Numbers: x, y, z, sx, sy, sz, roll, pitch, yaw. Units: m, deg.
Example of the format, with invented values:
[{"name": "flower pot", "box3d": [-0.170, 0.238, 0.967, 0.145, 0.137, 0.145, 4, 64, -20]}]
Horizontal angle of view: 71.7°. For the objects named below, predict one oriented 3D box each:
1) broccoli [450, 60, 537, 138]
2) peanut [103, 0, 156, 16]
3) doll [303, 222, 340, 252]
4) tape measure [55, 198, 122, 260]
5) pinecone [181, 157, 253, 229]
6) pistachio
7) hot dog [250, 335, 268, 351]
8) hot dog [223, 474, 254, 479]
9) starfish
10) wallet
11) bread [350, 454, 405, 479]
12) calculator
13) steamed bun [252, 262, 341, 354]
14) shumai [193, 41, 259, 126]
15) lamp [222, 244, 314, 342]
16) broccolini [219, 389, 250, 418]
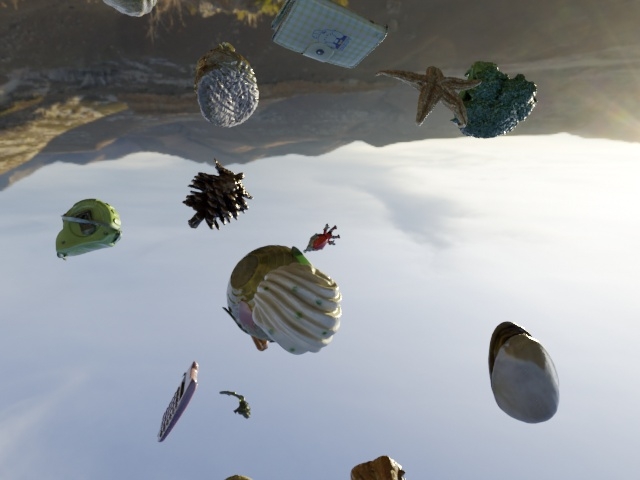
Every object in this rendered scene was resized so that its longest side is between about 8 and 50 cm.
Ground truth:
[{"name": "broccoli", "box3d": [0.541, -0.447, 1.403, 0.264, 0.246, 0.294, -11, -177, 5]}, {"name": "peanut", "box3d": [-0.463, -0.601, 0.881, 0.153, 0.140, 0.325, 20, 165, 48]}, {"name": "doll", "box3d": [-0.001, -0.001, 1.146, 0.114, 0.057, 0.039, -30, -129, -21]}, {"name": "tape measure", "box3d": [-0.720, -0.044, 1.386, 0.199, 0.176, 0.106, -12, 166, 3]}, {"name": "pinecone", "box3d": [-0.317, -0.126, 1.327, 0.185, 0.169, 0.212, 44, -113, 12]}, {"name": "pistachio", "box3d": [0.393, 0.261, 0.872, 0.131, 0.206, 0.129, -26, -167, -4]}, {"name": "hot dog", "box3d": [-0.211, 0.298, 1.458, 0.038, 0.062, 0.144, -12, -128, -34]}, {"name": "hot dog", "box3d": [-0.173, 0.609, 1.063, 0.168, 0.078, 0.061, 3, -175, 33]}, {"name": "starfish", "box3d": [0.288, -0.384, 1.147, 0.294, 0.232, 0.048, 7, 151, -9]}, {"name": "wallet", "box3d": [0.021, -0.650, 1.383, 0.309, 0.077, 0.223, 12, 156, -27]}, {"name": "bread", "box3d": [0.142, 0.620, 0.967, 0.139, 0.077, 0.271, -28, -146, 15]}, {"name": "calculator", "box3d": [-0.534, 0.613, 1.661, 0.043, 0.294, 0.194, 29, -176, -18]}, {"name": "steamed bun", "box3d": [-0.042, 0.128, 0.853, 0.182, 0.183, 0.106, -1, 172, 1]}, {"name": "shumai", "box3d": [-0.238, -0.375, 1.044, 0.161, 0.153, 0.209, -41, 160, 11]}, {"name": "lamp", "box3d": [-0.106, 0.146, 1.140, 0.250, 0.250, 0.284, 14, 158, 46]}, {"name": "broccolini", "box3d": [-0.280, 0.525, 1.463, 0.054, 0.052, 0.194, 40, 165, -31]}]
